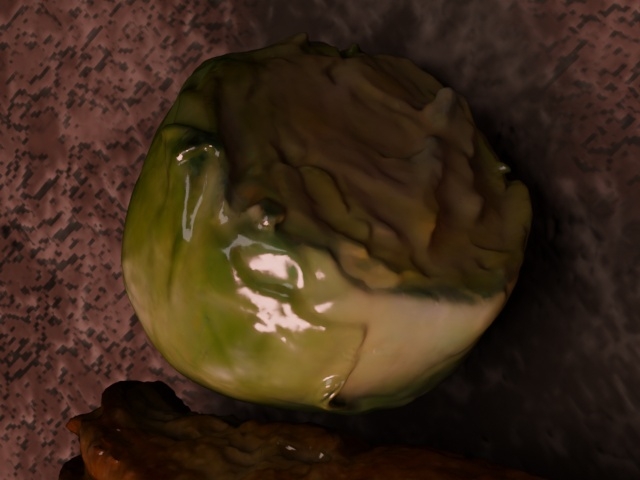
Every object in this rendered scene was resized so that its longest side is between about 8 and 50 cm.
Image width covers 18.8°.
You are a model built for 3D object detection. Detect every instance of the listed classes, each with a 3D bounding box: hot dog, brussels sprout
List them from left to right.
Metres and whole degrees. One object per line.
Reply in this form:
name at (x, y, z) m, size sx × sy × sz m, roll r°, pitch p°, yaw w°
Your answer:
brussels sprout at (-0.004, 0.003, 0.729) m, size 0.149 × 0.151 × 0.122 m, roll 56°, pitch 138°, yaw 24°
hot dog at (0.015, 0.136, 0.716) m, size 0.259 × 0.175 × 0.114 m, roll 11°, pitch 61°, yaw 36°
